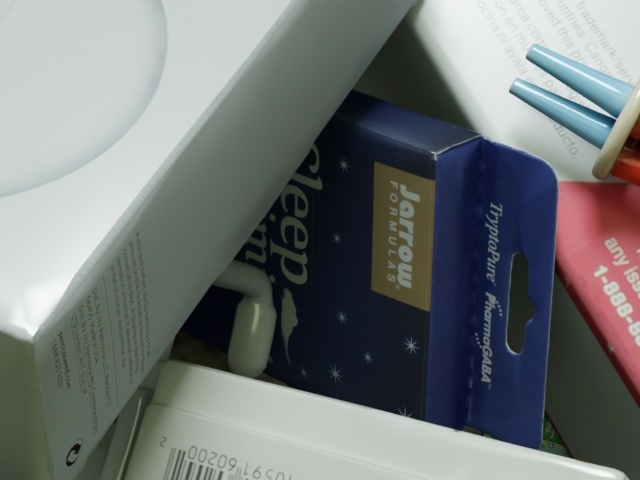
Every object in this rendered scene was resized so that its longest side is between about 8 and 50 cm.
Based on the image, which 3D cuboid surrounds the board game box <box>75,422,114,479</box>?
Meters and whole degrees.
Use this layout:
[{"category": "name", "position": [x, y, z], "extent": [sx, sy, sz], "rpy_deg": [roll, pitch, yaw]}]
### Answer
[{"category": "board game box", "position": [-0.270, 0.178, 0.736], "extent": [0.390, 0.050, 0.390], "rpy_deg": [-6, 99, -18]}]

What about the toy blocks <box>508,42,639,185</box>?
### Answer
[{"category": "toy blocks", "position": [0.160, -0.063, 0.726], "extent": [0.148, 0.054, 0.123], "rpy_deg": [29, 75, 7]}]

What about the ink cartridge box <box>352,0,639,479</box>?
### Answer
[{"category": "ink cartridge box", "position": [0.240, -0.084, 0.849], "extent": [0.384, 0.160, 0.279], "rpy_deg": [-28, 75, -10]}]

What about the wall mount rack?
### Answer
[{"category": "wall mount rack", "position": [0.013, 0.173, 0.691], "extent": [0.350, 0.130, 0.304], "rpy_deg": [13, 85, 23]}]

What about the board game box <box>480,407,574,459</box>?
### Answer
[{"category": "board game box", "position": [0.143, 0.128, 0.879], "extent": [0.154, 0.026, 0.103], "rpy_deg": [20, 77, 3]}]

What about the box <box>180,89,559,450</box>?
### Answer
[{"category": "box", "position": [0.000, 0.000, 0.805], "extent": [0.225, 0.136, 0.036], "rpy_deg": [22, 33, 38]}]

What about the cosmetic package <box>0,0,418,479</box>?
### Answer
[{"category": "cosmetic package", "position": [-0.184, -0.103, 0.699], "extent": [0.377, 0.097, 0.284], "rpy_deg": [22, 50, 16]}]
